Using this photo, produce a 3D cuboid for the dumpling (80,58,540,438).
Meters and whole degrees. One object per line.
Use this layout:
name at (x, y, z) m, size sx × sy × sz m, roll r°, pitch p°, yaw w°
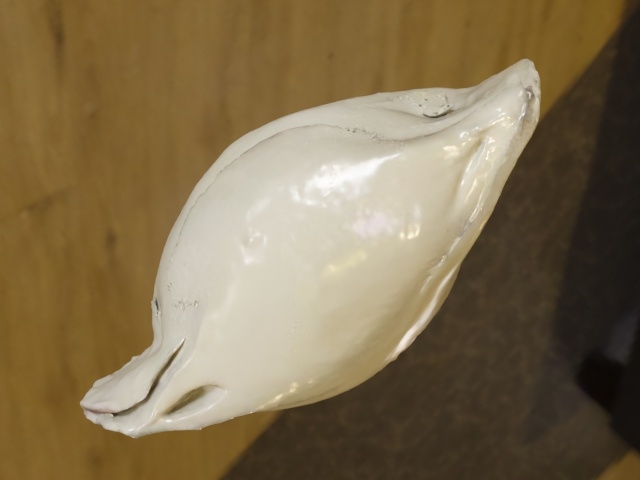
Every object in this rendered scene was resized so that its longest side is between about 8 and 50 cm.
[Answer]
dumpling at (0.002, -0.003, 1.070) m, size 0.341 × 0.181 × 0.260 m, roll -62°, pitch 179°, yaw 11°
